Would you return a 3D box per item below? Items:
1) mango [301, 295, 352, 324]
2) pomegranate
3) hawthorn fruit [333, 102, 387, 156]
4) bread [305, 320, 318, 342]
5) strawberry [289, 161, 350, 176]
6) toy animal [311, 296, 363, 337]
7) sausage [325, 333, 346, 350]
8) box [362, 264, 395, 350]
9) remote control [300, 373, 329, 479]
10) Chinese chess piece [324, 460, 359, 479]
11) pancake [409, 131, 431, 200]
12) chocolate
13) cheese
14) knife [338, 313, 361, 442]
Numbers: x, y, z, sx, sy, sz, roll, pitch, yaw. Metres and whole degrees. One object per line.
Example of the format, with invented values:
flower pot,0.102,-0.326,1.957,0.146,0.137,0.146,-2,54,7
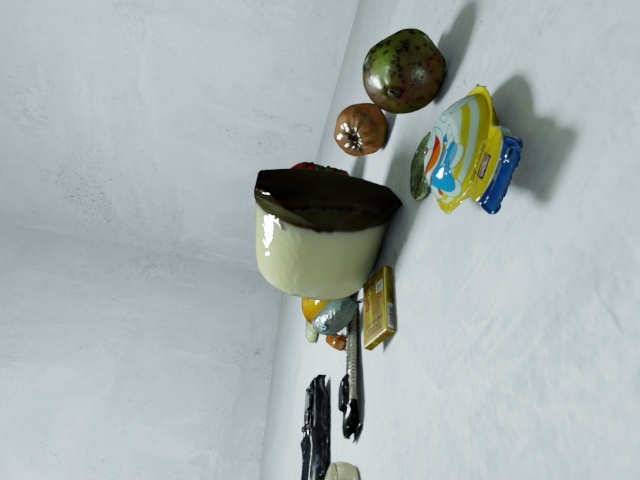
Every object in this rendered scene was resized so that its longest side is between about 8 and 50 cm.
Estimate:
mango,0.020,0.163,1.336,0.221,0.120,0.152,138,145,-65
pomegranate,0.169,-0.334,0.937,0.205,0.159,0.159,-51,-13,-43
hawthorn fruit,0.107,-0.314,1.315,0.189,0.149,0.149,-94,16,-48
bread,-0.011,0.216,1.733,0.207,0.056,0.287,115,163,-66
strawberry,-0.028,-0.132,1.605,0.288,0.250,0.239,-28,47,59
toy animal,0.068,0.163,1.129,0.253,0.070,0.079,-33,53,42
sausage,0.043,0.270,1.298,0.039,0.041,0.131,-58,5,-10
box,0.116,0.134,0.974,0.089,0.022,0.156,-51,25,41
remote control,-0.017,0.539,1.260,0.399,0.062,0.145,-88,13,-52
Chinese chess piece,0.039,0.502,0.952,0.122,0.051,0.122,-167,90,-84
pancake,0.190,-0.139,0.904,0.116,0.022,0.130,-101,23,-77
chocolate,0.000,0.000,1.110,0.326,0.313,0.297,-112,27,-73
cheese,0.197,-0.113,0.636,0.270,0.069,0.177,-99,22,-69
knife,0.064,0.282,1.123,0.365,0.043,0.089,-86,16,-49
